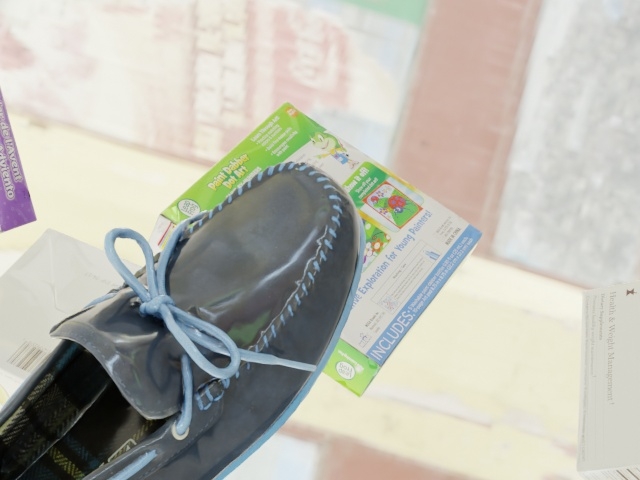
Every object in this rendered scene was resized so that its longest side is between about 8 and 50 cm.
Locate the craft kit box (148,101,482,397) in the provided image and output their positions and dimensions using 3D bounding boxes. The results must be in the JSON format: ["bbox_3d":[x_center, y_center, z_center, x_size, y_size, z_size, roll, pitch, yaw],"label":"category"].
[{"bbox_3d":[0.000,0.000,1.537,0.250,0.246,0.061,-46,-9,-49],"label":"craft kit box"}]

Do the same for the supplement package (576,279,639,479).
[{"bbox_3d":[0.367,0.144,1.520,0.203,0.149,0.194,-13,56,32],"label":"supplement package"}]

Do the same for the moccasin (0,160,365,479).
[{"bbox_3d":[-0.099,0.088,0.914,0.342,0.137,0.117,-54,-35,-12],"label":"moccasin"}]

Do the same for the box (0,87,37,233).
[{"bbox_3d":[-0.423,-0.086,1.560,0.057,0.293,0.201,-25,-77,-56],"label":"box"}]

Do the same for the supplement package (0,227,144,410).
[{"bbox_3d":[-0.271,0.137,1.888,0.204,0.262,0.145,-49,-37,-30],"label":"supplement package"}]
